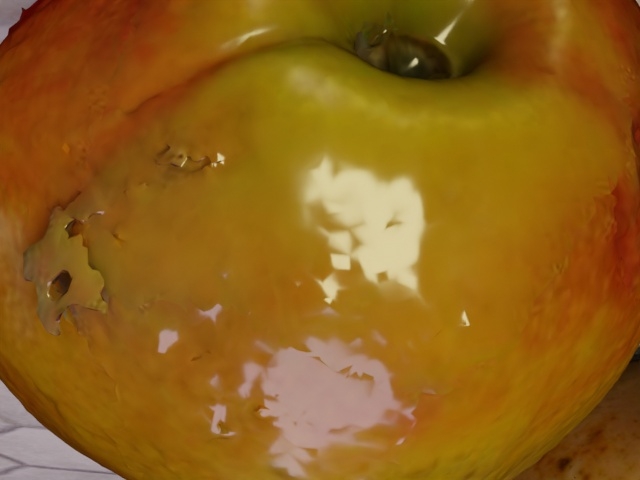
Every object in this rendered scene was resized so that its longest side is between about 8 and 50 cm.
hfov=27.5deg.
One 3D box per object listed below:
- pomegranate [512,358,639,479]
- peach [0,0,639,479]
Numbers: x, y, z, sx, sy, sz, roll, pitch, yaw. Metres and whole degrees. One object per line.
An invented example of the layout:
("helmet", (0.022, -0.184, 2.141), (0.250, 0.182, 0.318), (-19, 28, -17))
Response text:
("pomegranate", (0.340, 0.306, 1.210), (0.411, 0.411, 0.411), (3, 158, 1))
("peach", (-0.002, -0.002, 0.624), (0.373, 0.290, 0.372), (-32, 168, -8))
